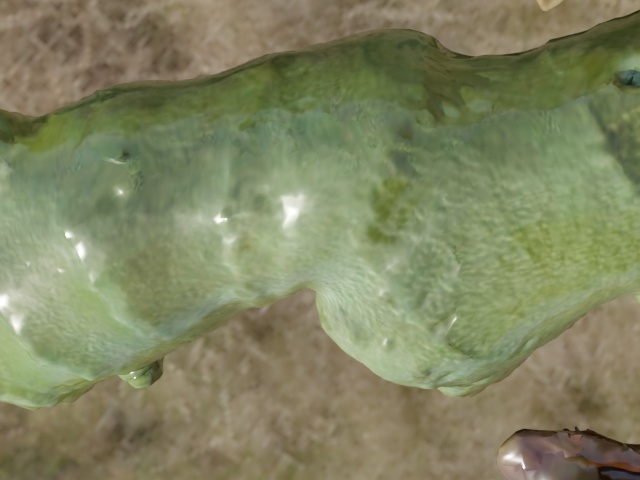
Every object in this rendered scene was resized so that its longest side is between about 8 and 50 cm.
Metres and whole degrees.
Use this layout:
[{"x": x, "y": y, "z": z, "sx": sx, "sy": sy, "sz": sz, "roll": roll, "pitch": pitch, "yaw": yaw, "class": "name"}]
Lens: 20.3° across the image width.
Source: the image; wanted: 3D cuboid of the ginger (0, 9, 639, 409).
[{"x": 0.004, "y": 0.000, "z": 0.578, "sx": 0.290, "sy": 0.089, "sz": 0.137, "roll": -5, "pitch": 142, "yaw": 4, "class": "ginger"}]

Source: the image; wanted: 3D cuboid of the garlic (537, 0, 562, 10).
[{"x": 0.107, "y": -0.332, "z": 1.266, "sx": 0.338, "sy": 0.151, "sz": 0.196, "roll": 53, "pitch": 138, "yaw": 15, "class": "garlic"}]

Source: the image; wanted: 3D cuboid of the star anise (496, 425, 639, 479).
[{"x": 0.156, "y": 0.139, "z": 0.503, "sx": 0.088, "sy": 0.288, "sz": 0.288, "roll": -19, "pitch": 119, "yaw": 47, "class": "star anise"}]
